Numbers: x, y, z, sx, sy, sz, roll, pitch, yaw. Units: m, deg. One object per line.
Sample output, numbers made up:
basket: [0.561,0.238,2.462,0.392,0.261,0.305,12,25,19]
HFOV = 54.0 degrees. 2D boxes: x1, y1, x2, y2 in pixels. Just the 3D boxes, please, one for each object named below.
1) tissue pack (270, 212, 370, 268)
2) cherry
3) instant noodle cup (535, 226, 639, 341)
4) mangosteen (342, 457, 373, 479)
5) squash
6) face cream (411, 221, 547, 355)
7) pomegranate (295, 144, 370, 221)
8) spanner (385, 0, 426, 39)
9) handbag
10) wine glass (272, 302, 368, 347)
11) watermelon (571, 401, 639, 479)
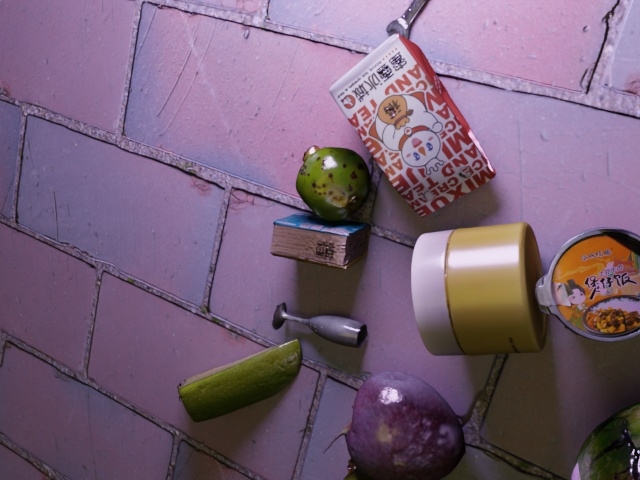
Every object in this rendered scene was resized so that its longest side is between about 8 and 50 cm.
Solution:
tissue pack: [0.000,0.000,1.251,0.169,0.120,0.082,10,106,24]
cherry: [0.148,0.362,1.202,0.265,0.183,0.214,12,113,9]
instant noodle cup: [0.453,0.063,1.019,0.208,0.125,0.178,4,97,13]
mangosteen: [0.103,0.625,1.241,0.305,0.360,0.306,0,123,1]
squash: [-0.171,0.321,1.440,0.288,0.203,0.111,-22,87,-7]
face cream: [0.275,0.085,1.070,0.179,0.218,0.218,-7,95,27]
pomegranate: [0.018,-0.127,1.216,0.143,0.122,0.169,-29,72,0]
spanner: [0.202,-0.465,1.132,0.054,0.015,0.255,43,114,14]
handbag: [0.170,-0.199,1.118,0.171,0.151,0.298,-36,85,21]
wine glass: [-0.001,0.179,1.313,0.197,0.066,0.066,11,103,25]
watermelon: [0.560,0.395,0.916,0.363,0.363,0.364,5,100,26]
